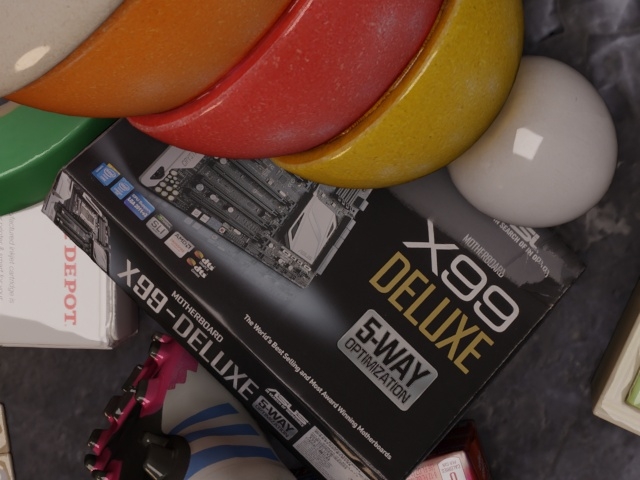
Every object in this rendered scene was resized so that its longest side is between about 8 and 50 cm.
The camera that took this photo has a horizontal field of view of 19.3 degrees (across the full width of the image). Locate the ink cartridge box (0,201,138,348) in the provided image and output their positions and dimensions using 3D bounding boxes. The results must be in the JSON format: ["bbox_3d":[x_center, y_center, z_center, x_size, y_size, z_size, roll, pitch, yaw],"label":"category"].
[{"bbox_3d":[-0.247,-0.004,1.410,0.217,0.092,0.159,2,94,9],"label":"ink cartridge box"}]

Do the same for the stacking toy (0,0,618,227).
[{"bbox_3d":[0.010,-0.151,1.218,0.480,0.350,0.351,31,100,-31],"label":"stacking toy"}]

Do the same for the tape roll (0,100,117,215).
[{"bbox_3d":[-0.265,-0.176,1.352,0.321,0.077,0.321,-2,75,7],"label":"tape roll"}]

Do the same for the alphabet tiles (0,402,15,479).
[{"bbox_3d":[-0.287,0.250,1.481,0.198,0.009,0.237,-8,95,9],"label":"alphabet tiles"}]

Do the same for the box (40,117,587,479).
[{"bbox_3d":[0.000,0.000,1.317,0.307,0.076,0.242,44,59,3],"label":"box"}]

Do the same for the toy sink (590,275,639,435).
[{"bbox_3d":[0.305,0.039,1.316,0.152,0.131,0.234,25,98,4],"label":"toy sink"}]

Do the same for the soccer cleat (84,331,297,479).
[{"bbox_3d":[-0.080,0.166,1.297,0.143,0.331,0.116,31,100,-13],"label":"soccer cleat"}]

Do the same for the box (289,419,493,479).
[{"bbox_3d":[0.009,0.233,1.380,0.256,0.122,0.128,-17,94,9],"label":"box"}]
